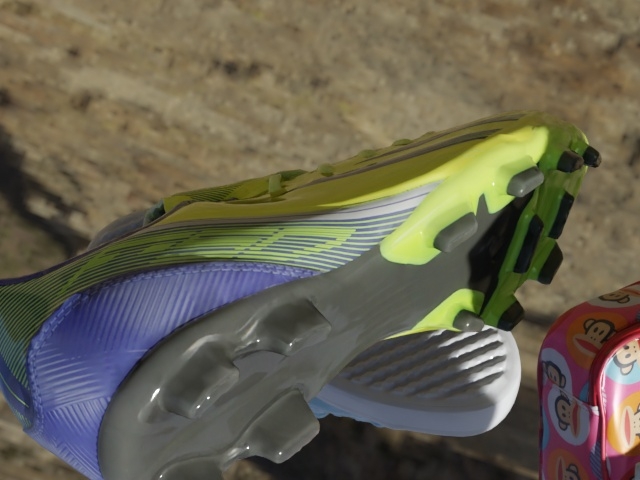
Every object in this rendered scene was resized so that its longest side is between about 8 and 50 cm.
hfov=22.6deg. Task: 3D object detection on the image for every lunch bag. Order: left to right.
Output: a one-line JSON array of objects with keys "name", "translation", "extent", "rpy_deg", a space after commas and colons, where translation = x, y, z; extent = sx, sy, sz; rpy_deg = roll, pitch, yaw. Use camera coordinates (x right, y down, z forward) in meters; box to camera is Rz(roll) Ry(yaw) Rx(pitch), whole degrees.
[{"name": "lunch bag", "translation": [0.340, 0.181, 1.572], "extent": [0.258, 0.293, 0.120], "rpy_deg": [-17, -155, -28]}]

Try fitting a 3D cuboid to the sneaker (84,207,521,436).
[{"name": "sneaker", "translation": [-0.006, 0.080, 1.210], "extent": [0.366, 0.135, 0.150], "rpy_deg": [20, 148, 32]}]

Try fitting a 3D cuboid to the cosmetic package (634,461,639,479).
[{"name": "cosmetic package", "translation": [0.222, 0.138, 0.825], "extent": [0.099, 0.060, 0.239], "rpy_deg": [4, 176, 17]}]

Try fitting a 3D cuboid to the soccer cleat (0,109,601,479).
[{"name": "soccer cleat", "translation": [0.000, -0.001, 0.608], "extent": [0.121, 0.093, 0.289], "rpy_deg": [31, -141, 30]}]
